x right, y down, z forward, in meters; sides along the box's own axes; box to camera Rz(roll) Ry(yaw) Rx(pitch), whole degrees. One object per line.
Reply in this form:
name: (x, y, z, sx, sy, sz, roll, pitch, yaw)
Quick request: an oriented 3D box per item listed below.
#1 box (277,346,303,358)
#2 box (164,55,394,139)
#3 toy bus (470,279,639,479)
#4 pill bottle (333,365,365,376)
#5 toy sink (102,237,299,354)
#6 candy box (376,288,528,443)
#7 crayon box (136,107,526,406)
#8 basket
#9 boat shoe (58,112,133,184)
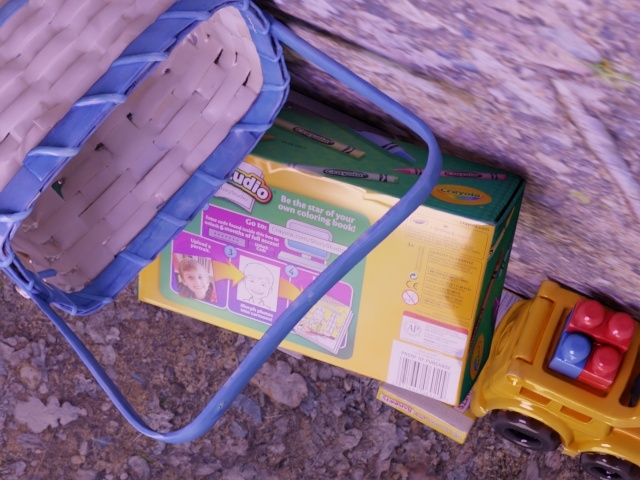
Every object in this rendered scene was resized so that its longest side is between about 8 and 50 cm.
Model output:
box: (-0.058, 0.053, 1.832, 0.130, 0.170, 0.091, 30, 172, -23)
box: (-0.045, -0.089, 1.155, 0.231, 0.056, 0.183, 25, 174, 9)
toy bus: (0.281, 0.131, 1.336, 0.220, 0.149, 0.211, 24, 158, 3)
pill bottle: (0.029, 0.069, 1.658, 0.162, 0.162, 0.278, 24, 172, 22)
toy sink: (-0.092, 0.001, 1.418, 0.131, 0.152, 0.234, 20, 170, 43)
candy box: (0.151, 0.119, 1.470, 0.105, 0.206, 0.027, 29, 139, 11)
crayon box: (0.000, 0.000, 1.029, 0.278, 0.165, 0.081, 18, -146, 16)
basket: (-0.100, -0.052, 0.868, 0.289, 0.255, 0.201, 44, 176, 24)
boat shoe: (-0.271, -0.106, 1.549, 0.355, 0.132, 0.130, 29, 170, 15)
